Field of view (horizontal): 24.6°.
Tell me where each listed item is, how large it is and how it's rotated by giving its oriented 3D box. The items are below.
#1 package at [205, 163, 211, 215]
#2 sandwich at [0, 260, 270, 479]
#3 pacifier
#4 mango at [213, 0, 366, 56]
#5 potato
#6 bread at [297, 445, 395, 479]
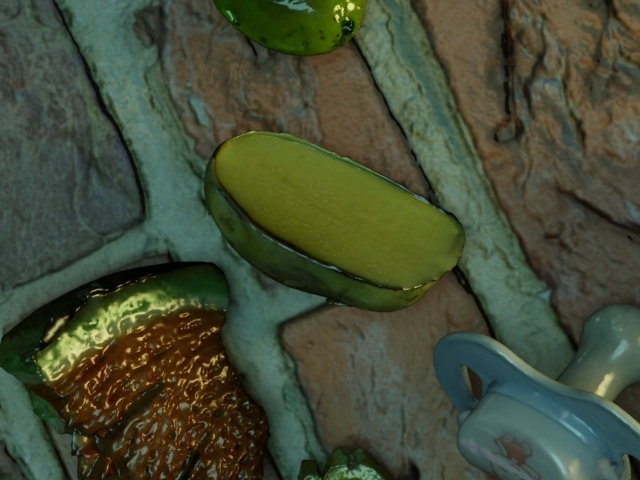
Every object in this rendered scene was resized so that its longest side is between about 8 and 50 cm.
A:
[{"bbox_3d":[-0.084,-0.056,1.563,0.083,0.029,0.059,-3,97,17],"label":"package"},{"bbox_3d":[-0.176,0.176,1.537,0.162,0.250,0.301,-23,97,56],"label":"sandwich"},{"bbox_3d":[0.256,0.160,1.426,0.287,0.238,0.226,28,66,37],"label":"pacifier"},{"bbox_3d":[-0.037,-0.252,1.513,0.178,0.100,0.119,22,58,19],"label":"mango"},{"bbox_3d":[0.000,0.000,1.496,0.271,0.160,0.111,25,135,3],"label":"potato"},{"bbox_3d":[0.030,0.292,1.528,0.117,0.064,0.156,0,91,10],"label":"bread"}]
